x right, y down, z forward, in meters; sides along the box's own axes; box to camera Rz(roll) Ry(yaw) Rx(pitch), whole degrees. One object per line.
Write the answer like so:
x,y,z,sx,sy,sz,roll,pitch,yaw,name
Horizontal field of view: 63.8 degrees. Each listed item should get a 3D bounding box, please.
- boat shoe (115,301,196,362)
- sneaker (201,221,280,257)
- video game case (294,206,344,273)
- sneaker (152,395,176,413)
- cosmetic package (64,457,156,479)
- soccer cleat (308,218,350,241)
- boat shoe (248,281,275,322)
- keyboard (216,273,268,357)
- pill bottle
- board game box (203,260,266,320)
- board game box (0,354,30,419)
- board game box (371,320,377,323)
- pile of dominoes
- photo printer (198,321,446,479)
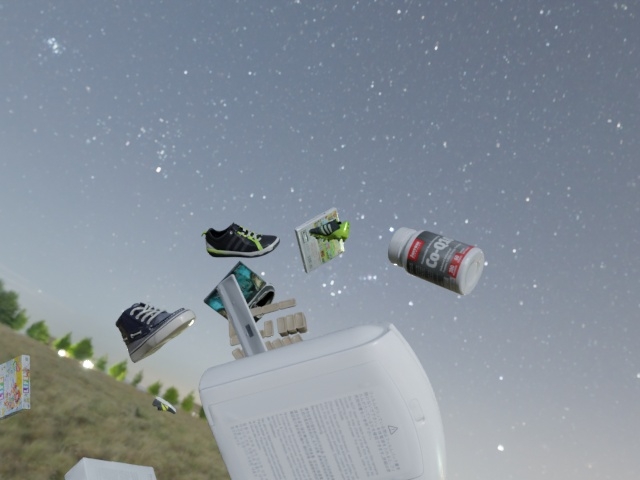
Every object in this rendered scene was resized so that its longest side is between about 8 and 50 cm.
-0.514,0.245,1.557,0.340,0.127,0.158,-36,-97,36,boat shoe
-0.240,-0.005,1.528,0.235,0.084,0.097,-5,-65,6,sneaker
0.000,0.000,2.147,0.026,0.206,0.227,32,-36,46,video game case
-0.480,0.511,1.576,0.083,0.035,0.031,45,-22,-18,sneaker
-0.580,0.844,1.518,0.284,0.097,0.377,38,10,-48,cosmetic package
0.032,-0.035,1.706,0.060,0.072,0.179,28,-16,-39,soccer cleat
-0.250,0.269,2.041,0.078,0.219,0.070,23,17,-25,boat shoe
-0.160,0.201,1.131,0.072,0.014,0.256,-32,-101,37,keyboard
0.373,0.059,1.691,0.283,0.161,0.161,22,-21,37,pill bottle
-0.293,0.177,1.769,0.126,0.186,0.026,42,1,-22,board game box
-0.876,0.418,1.466,0.103,0.154,0.026,-25,-27,16,board game box
0.090,0.385,1.669,0.053,0.193,0.305,38,-29,0,board game box
-0.168,0.299,1.646,0.251,0.196,0.040,-15,-41,4,pile of dominoes
0.012,0.260,0.727,0.308,0.107,0.256,-19,-83,13,photo printer
